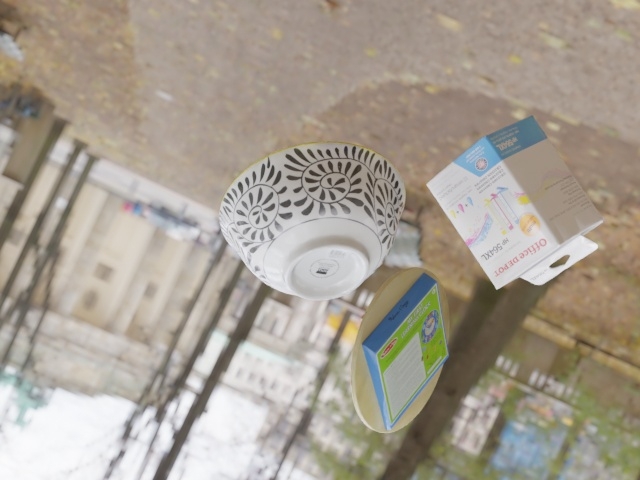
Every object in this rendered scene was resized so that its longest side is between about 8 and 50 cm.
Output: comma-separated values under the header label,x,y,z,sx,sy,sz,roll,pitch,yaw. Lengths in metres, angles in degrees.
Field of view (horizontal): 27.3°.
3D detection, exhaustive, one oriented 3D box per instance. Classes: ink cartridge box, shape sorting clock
label,x,y,z,sx,sy,sz,roll,pitch,yaw
ink cartridge box,0.192,-0.029,1.264,0.090,0.092,0.143,-24,-103,-47
shape sorting clock,0.097,0.133,1.604,0.040,0.206,0.206,17,173,33

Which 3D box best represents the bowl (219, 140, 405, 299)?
label,x,y,z,sx,sy,sz,roll,pitch,yaw
bowl,0.000,0.000,1.160,0.170,0.170,0.080,27,-144,-38
